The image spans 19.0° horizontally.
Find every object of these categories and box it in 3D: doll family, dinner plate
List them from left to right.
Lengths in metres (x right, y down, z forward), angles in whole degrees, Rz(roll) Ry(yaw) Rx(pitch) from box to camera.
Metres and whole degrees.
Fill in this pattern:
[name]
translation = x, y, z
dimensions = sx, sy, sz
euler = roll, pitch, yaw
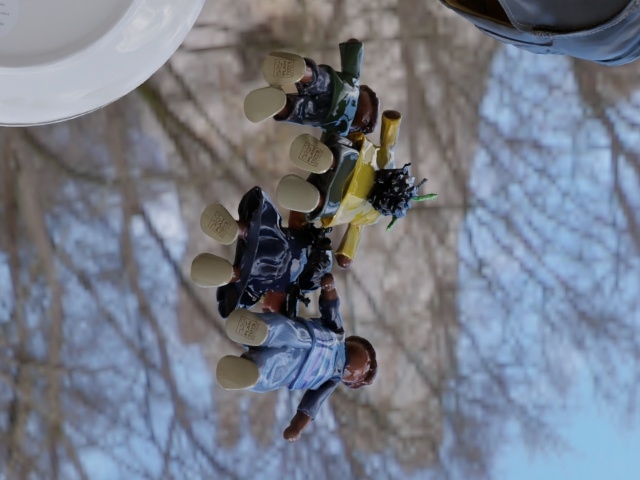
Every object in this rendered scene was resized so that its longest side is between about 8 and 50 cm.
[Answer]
[dinner plate]
translation = -0.103, -0.103, 0.636
dimensions = 0.141, 0.141, 0.017
euler = -8, -157, -4
[doll family]
translation = 0.000, 0.000, 0.929
dimensions = 0.076, 0.193, 0.111
euler = 27, -173, 27

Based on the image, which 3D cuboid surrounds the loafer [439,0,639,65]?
[loafer]
translation = 0.101, -0.108, 0.824
dimensions = 0.061, 0.062, 0.170
euler = 8, 176, -18
